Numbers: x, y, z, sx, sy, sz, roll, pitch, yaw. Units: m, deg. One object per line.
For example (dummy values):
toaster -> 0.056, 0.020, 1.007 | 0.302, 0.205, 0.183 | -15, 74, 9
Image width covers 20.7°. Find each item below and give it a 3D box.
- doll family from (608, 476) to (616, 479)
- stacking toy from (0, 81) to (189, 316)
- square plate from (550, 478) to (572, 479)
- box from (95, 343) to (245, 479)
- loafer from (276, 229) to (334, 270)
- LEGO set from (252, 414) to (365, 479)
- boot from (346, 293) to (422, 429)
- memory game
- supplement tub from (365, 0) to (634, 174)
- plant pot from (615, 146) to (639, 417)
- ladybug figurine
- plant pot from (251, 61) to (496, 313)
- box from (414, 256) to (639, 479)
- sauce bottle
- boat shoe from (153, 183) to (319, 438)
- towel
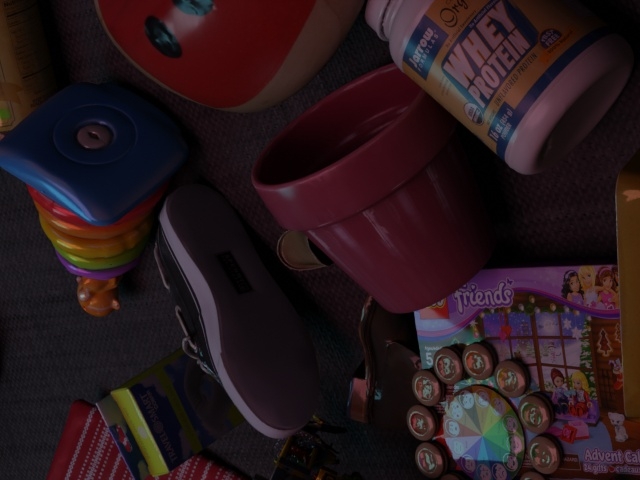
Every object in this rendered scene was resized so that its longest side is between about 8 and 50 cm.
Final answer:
doll family -> 0.276, 0.321, 1.620 | 0.163, 0.118, 0.263 | 41, 123, 4
stacking toy -> -0.251, -0.016, 1.986 | 0.175, 0.166, 0.302 | 31, 143, 21
square plate -> 0.343, 0.344, 1.682 | 0.347, 0.049, 0.344 | 20, 126, 36
box -> -0.157, 0.185, 1.972 | 0.042, 0.178, 0.109 | -18, 100, 48
loafer -> 0.000, 0.000, 1.808 | 0.148, 0.050, 0.056 | -21, 98, 48
LEGO set -> 0.006, 0.325, 1.940 | 0.255, 0.192, 0.331 | 19, 127, 4
boot -> 0.095, 0.102, 1.777 | 0.106, 0.082, 0.219 | 16, 124, 13
memory game -> 0.152, 0.186, 1.661 | 0.186, 0.012, 0.186 | 15, 112, 41
supplement tub -> 0.150, -0.168, 1.492 | 0.200, 0.144, 0.144 | 43, 136, 17
plant pot -> 0.357, 0.013, 1.371 | 0.187, 0.212, 0.212 | 6, 118, 27
ladybug figurine -> -0.085, -0.281, 1.575 | 0.449, 0.162, 0.305 | -42, 59, 56
plant pot -> 0.065, -0.041, 1.631 | 0.201, 0.201, 0.180 | -13, 119, 47
box -> 0.219, 0.118, 1.630 | 0.293, 0.057, 0.201 | -4, 96, 45
sauce bottle -> -0.374, -0.267, 1.968 | 0.111, 0.111, 0.344 | 7, 117, 42
boat shoe -> -0.102, 0.090, 1.884 | 0.306, 0.113, 0.105 | 58, 144, 21
towel -> -0.228, 0.331, 2.156 | 0.275, 0.031, 0.199 | 21, 93, 26
